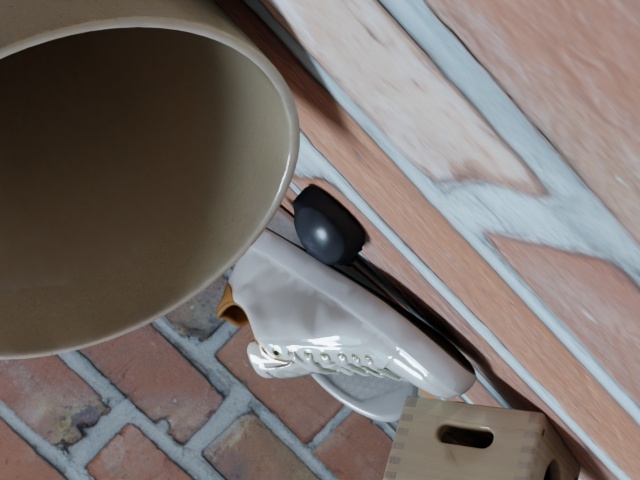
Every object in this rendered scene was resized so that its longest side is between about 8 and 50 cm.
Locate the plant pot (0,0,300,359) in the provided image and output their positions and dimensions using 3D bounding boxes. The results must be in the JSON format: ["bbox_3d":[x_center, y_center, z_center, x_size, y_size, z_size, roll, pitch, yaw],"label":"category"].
[{"bbox_3d":[-0.185,-0.115,0.801,0.274,0.256,0.256,59,-177,34],"label":"plant pot"}]

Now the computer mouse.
[{"bbox_3d":[0.000,0.000,1.172,0.071,0.041,0.242,43,175,4],"label":"computer mouse"}]

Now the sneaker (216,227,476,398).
[{"bbox_3d":[0.016,0.095,1.224,0.290,0.123,0.106,29,178,43],"label":"sneaker"}]

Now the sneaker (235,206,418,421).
[{"bbox_3d":[0.020,0.086,1.377,0.296,0.104,0.147,47,179,34],"label":"sneaker"}]

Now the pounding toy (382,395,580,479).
[{"bbox_3d":[0.183,0.220,1.190,0.181,0.094,0.206,4,152,29],"label":"pounding toy"}]
